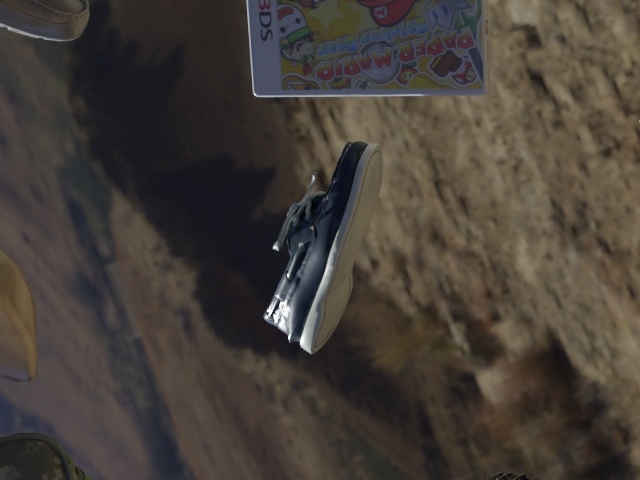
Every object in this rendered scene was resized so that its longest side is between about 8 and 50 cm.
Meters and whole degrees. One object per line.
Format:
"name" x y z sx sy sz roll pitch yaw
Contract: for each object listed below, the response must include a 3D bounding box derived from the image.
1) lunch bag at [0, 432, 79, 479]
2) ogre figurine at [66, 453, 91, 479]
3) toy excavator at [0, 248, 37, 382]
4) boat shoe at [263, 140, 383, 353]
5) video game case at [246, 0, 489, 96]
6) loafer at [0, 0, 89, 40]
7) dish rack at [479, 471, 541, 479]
"lunch bag" -0.336 0.328 1.340 0.256 0.305 0.212 92 158 -62
"ogre figurine" -0.252 0.331 1.571 0.118 0.097 0.197 29 -144 -65
"toy excavator" -0.144 0.252 0.864 0.432 0.445 0.222 -63 20 14
"boat shoe" 0.000 0.000 1.487 0.079 0.095 0.254 28 134 15
"video game case" 0.040 -0.235 1.376 0.026 0.227 0.206 -46 -45 -67
"loafer" -0.403 -0.341 1.724 0.111 0.319 0.112 -53 15 27
"dish rack" 0.249 0.387 1.668 0.271 0.208 0.074 49 122 18
